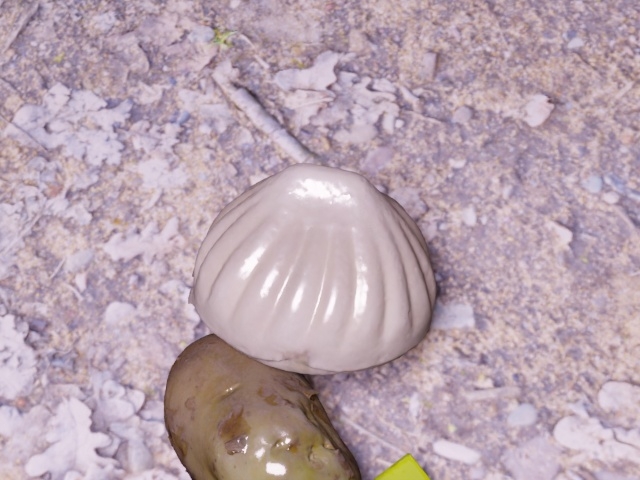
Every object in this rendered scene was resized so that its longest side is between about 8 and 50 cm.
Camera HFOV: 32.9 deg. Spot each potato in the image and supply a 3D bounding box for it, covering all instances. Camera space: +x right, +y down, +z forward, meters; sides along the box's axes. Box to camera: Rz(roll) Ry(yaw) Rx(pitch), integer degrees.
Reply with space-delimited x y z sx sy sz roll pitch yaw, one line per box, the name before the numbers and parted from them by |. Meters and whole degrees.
potato | -0.065 0.199 1.101 0.165 0.165 0.262 -40 41 -9

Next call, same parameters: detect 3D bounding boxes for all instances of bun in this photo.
bun | 0.000 0.000 1.121 0.263 0.175 0.263 7 33 -4

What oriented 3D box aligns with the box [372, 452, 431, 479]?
box | 0.013 0.385 1.068 0.335 0.047 0.187 -37 65 -7
